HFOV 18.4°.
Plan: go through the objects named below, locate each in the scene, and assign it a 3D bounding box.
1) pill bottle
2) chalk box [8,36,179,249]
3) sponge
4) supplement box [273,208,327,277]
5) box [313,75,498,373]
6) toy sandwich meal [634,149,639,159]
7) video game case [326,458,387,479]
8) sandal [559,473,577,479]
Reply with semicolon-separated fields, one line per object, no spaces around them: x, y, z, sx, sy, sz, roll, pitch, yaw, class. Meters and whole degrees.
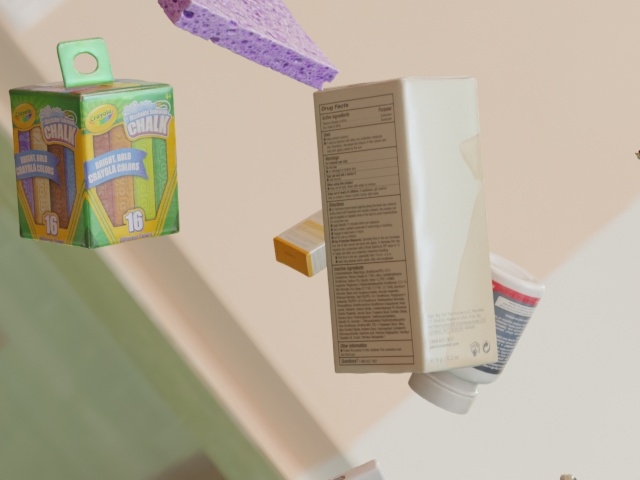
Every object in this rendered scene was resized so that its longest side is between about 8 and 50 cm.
0.178;0.108;2.322;0.108;0.108;0.180;-95;-150;-78;pill bottle
-0.243;-0.109;2.121;0.132;0.213;0.132;-13;-164;-42;chalk box
-0.081;-0.211;1.818;0.031;0.117;0.210;-49;142;18;sponge
0.000;0.000;2.373;0.098;0.036;0.062;-31;-141;-32;supplement box
0.090;-0.016;2.117;0.121;0.311;0.148;-4;-179;-42;box
0.428;-0.106;2.421;0.085;0.085;0.029;-142;-116;-79;toy sandwich meal
0.022;0.313;2.057;0.143;0.157;0.019;-25;-146;2;video game case
0.322;0.341;2.494;0.049;0.072;0.180;3;-168;10;sandal
